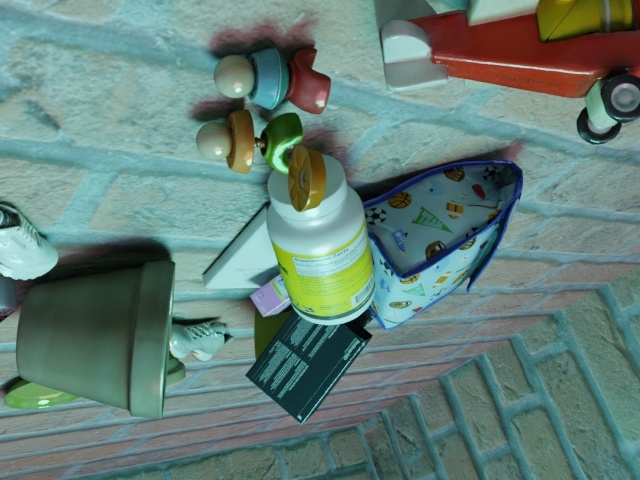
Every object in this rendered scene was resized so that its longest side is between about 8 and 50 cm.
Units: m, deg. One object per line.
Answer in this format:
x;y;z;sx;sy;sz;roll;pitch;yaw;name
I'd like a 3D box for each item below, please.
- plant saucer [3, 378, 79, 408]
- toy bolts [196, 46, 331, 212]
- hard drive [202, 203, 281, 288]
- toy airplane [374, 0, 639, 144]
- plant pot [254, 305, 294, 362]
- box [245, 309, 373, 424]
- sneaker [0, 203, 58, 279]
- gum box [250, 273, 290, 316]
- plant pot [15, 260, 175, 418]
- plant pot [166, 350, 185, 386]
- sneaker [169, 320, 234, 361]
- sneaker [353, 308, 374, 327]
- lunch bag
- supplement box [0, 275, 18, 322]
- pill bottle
-0.744;0.404;1.876;0.241;0.037;0.241;-15;155;-7;plant saucer
-0.087;-0.165;1.005;0.159;0.218;0.228;-1;132;-22;toy bolts
-0.110;0.021;1.536;0.203;0.040;0.307;1;148;-38;hard drive
0.260;-0.306;0.927;0.385;0.272;0.386;16;176;-36;toy airplane
-0.067;0.248;1.862;0.212;0.187;0.212;-22;155;8;plant pot
-0.027;0.281;1.654;0.261;0.184;0.103;-54;165;11;box
-0.520;-0.004;1.143;0.095;0.090;0.235;-35;154;11;sneaker
-0.080;0.124;1.646;0.107;0.062;0.188;-36;170;12;gum box
-0.448;0.195;1.383;0.281;0.323;0.323;4;151;-11;plant pot
-0.469;0.310;1.742;0.238;0.109;0.237;-5;-177;0;plant pot
-0.323;0.248;1.810;0.121;0.099;0.262;-32;161;8;sneaker
0.137;0.105;1.747;0.344;0.146;0.134;-37;178;-15;sneaker
0.271;-0.001;1.554;0.386;0.238;0.327;-29;158;-16;lunch bag
-0.713;0.148;1.325;0.239;0.073;0.130;-33;153;29;supplement box
0.000;0.000;1.332;0.188;0.187;0.333;-17;136;-4;pill bottle
